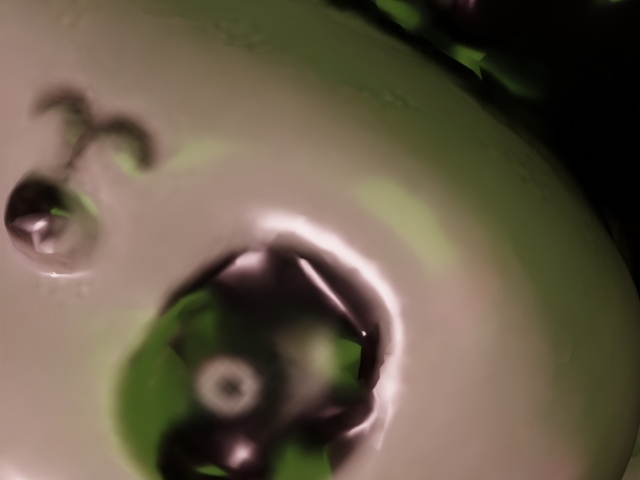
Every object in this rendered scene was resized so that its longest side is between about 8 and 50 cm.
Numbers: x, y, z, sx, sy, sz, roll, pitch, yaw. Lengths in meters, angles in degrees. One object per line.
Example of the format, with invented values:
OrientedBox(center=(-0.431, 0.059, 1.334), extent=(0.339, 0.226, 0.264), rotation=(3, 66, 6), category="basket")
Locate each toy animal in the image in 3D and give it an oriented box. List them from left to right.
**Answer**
OrientedBox(center=(0.000, -0.007, 0.412), extent=(0.187, 0.165, 0.235), rotation=(26, 62, 32), category="toy animal")
